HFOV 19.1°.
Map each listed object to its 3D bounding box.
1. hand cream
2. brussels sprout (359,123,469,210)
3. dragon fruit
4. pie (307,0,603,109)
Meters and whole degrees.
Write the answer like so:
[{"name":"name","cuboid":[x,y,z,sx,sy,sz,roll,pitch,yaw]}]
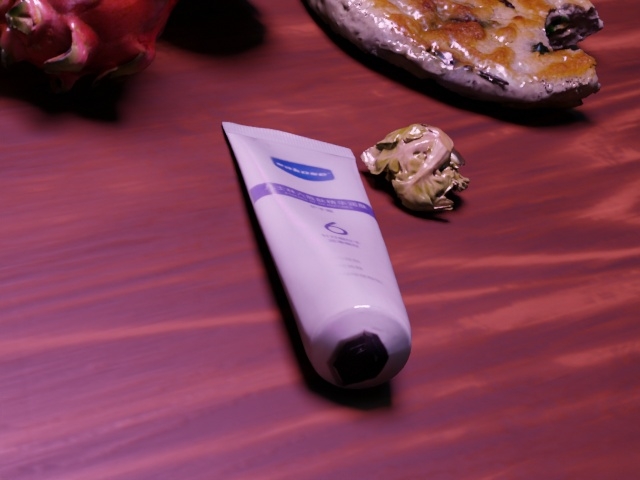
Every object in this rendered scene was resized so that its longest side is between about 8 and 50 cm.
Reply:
[{"name":"hand cream","cuboid":[0.000,0.000,1.386,0.109,0.067,0.320,11,27,-17]},{"name":"brussels sprout","cuboid":[0.085,-0.062,1.516,0.085,0.058,0.085,33,22,-15]},{"name":"dragon fruit","cuboid":[-0.149,-0.202,1.439,0.135,0.236,0.137,54,-1,-9]},{"name":"pie","cuboid":[0.123,-0.217,1.757,0.302,0.067,0.302,17,34,-12]}]
